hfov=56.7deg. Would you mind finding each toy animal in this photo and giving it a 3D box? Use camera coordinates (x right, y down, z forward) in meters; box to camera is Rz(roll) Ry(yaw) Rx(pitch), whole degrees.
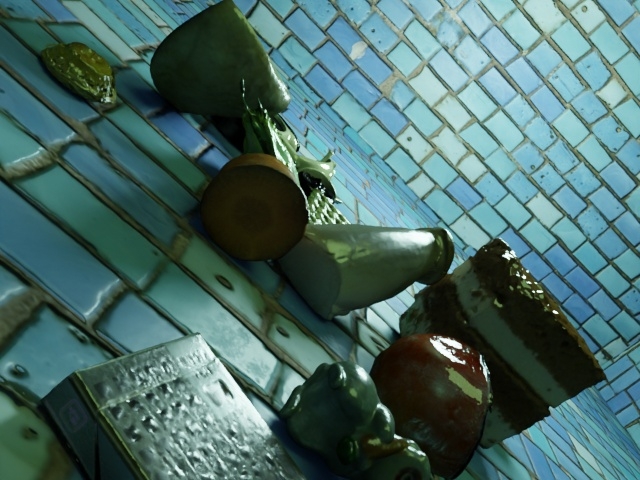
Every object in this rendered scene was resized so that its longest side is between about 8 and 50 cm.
[{"bbox_3d":[0.065,0.243,0.685,0.236,0.108,0.138,46,15,-6],"label":"toy animal"}]

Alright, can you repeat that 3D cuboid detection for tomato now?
[{"bbox_3d":[0.148,0.226,0.884,0.155,0.180,0.214,28,10,-2],"label":"tomato"}]

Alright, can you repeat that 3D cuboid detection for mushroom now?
[{"bbox_3d":[0.098,0.041,1.081,0.407,0.137,0.154,-2,47,-41],"label":"mushroom"},{"bbox_3d":[-0.191,-0.299,1.149,0.212,0.217,0.292,55,4,-8],"label":"mushroom"}]

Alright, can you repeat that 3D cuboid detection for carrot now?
[{"bbox_3d":[-0.093,-0.076,0.950,0.159,0.159,0.225,42,17,-15],"label":"carrot"}]

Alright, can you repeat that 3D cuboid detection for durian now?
[{"bbox_3d":[-0.098,-0.132,1.130,0.375,0.107,0.132,62,26,-45],"label":"durian"}]

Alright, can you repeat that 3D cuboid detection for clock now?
[{"bbox_3d":[-0.085,-0.210,1.386,0.379,0.120,0.276,48,19,7],"label":"clock"}]

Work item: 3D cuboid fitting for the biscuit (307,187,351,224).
[{"bbox_3d":[0.000,0.000,1.125,0.139,0.016,0.231,46,36,-14],"label":"biscuit"}]

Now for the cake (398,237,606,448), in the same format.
[{"bbox_3d":[0.333,0.197,1.152,0.282,0.290,0.255,45,17,-8],"label":"cake"}]

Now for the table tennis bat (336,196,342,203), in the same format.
[{"bbox_3d":[0.011,-0.128,1.614,0.156,0.013,0.087,21,28,-53],"label":"table tennis bat"}]

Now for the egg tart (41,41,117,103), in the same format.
[{"bbox_3d":[-0.363,-0.264,0.915,0.130,0.052,0.130,39,16,-14],"label":"egg tart"}]

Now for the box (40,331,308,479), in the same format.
[{"bbox_3d":[-0.068,0.228,0.492,0.325,0.047,0.180,50,16,12],"label":"box"}]
